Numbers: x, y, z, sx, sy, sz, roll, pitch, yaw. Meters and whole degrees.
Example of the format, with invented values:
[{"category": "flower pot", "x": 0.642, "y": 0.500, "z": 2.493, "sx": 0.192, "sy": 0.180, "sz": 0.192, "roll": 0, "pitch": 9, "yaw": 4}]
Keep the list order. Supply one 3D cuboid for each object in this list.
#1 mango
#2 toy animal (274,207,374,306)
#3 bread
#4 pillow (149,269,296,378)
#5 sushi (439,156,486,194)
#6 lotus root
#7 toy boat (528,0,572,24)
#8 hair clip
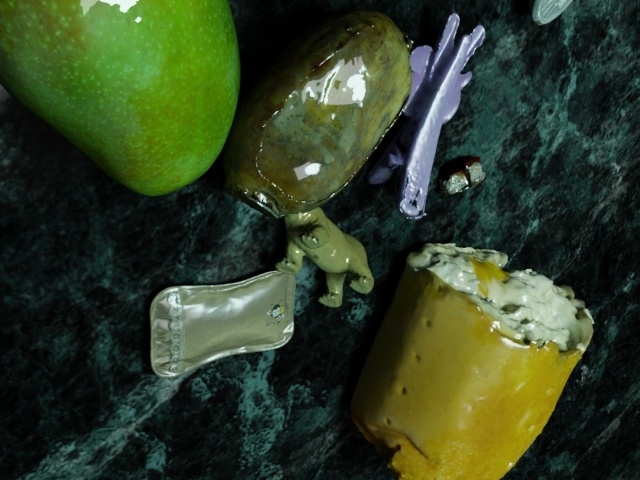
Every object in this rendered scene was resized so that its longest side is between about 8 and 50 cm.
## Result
[{"category": "mango", "x": -0.189, "y": -0.189, "z": 0.652, "sx": 0.225, "sy": 0.201, "sz": 0.382, "roll": -54, "pitch": 148, "yaw": -32}, {"category": "toy animal", "x": 0.000, "y": 0.000, "z": 0.971, "sx": 0.218, "sy": 0.103, "sz": 0.101, "roll": 40, "pitch": 51, "yaw": -41}, {"category": "bread", "x": 0.257, "y": 0.232, "z": 1.170, "sx": 0.361, "sy": 0.250, "sz": 0.394, "roll": 9, "pitch": 108, "yaw": -39}, {"category": "pillow", "x": -0.126, "y": 0.108, "z": 0.959, "sx": 0.217, "sy": 0.033, "sz": 0.130, "roll": -9, "pitch": 112, "yaw": -34}, {"category": "sushi", "x": 0.219, "y": -0.105, "z": 1.117, "sx": 0.083, "sy": 0.044, "sz": 0.046, "roll": -25, "pitch": 104, "yaw": -28}, {"category": "lotus root", "x": -0.011, "y": -0.148, "z": 0.836, "sx": 0.275, "sy": 0.152, "sz": 0.160, "roll": -53, "pitch": 131, "yaw": -15}, {"category": "toy boat", "x": 0.388, "y": -0.423, "z": 1.040, "sx": 0.261, "sy": 0.085, "sz": 0.078, "roll": -54, "pitch": 133, "yaw": -1}, {"category": "hair clip", "x": 0.136, "y": -0.172, "z": 0.987, "sx": 0.137, "sy": 0.090, "sz": 0.279, "roll": 14, "pitch": 96, "yaw": -28}]
